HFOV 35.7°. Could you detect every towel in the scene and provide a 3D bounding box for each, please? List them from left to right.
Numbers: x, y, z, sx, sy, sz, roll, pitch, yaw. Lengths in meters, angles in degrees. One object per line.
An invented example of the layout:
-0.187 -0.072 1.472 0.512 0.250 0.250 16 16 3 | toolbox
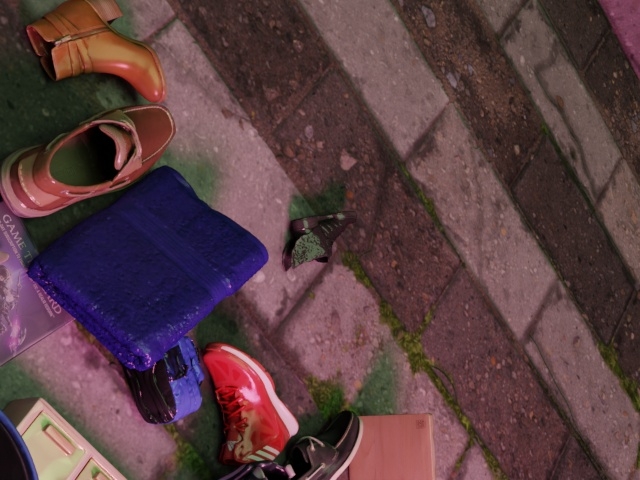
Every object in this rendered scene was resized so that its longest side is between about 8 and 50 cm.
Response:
-0.244 0.038 1.443 0.228 0.076 0.308 40 43 6 | towel

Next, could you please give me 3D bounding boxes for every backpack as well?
-0.221 0.204 1.457 0.101 0.098 0.120 -15 90 -47 | backpack

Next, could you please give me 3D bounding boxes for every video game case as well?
-0.472 0.086 1.295 0.274 0.026 0.196 -37 106 -43 | video game case

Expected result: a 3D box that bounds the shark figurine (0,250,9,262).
-0.449 -0.078 1.272 0.166 0.116 0.278 18 64 -35 | shark figurine

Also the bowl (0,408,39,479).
-0.493 0.308 1.080 0.391 0.077 0.391 14 56 -21 | bowl

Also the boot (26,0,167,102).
-0.332 -0.266 1.479 0.152 0.073 0.197 -38 92 -42 | boot

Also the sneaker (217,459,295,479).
-0.134 0.382 1.436 0.235 0.153 0.094 -12 68 -33 | sneaker

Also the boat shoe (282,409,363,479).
-0.008 0.358 1.638 0.233 0.084 0.079 -47 113 -37 | boat shoe

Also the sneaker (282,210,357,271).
0.002 0.000 1.757 0.170 0.051 0.089 -9 87 -40 | sneaker

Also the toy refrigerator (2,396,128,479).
-0.329 0.336 1.325 0.269 0.094 0.102 51 51 -22 | toy refrigerator

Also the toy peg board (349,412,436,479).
0.138 0.385 1.730 0.079 0.161 0.161 16 69 -58 | toy peg board

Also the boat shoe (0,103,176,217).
-0.308 -0.123 1.427 0.324 0.116 0.123 -41 110 -49 | boat shoe

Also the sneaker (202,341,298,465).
-0.127 0.269 1.543 0.221 0.087 0.128 51 49 -21 | sneaker
